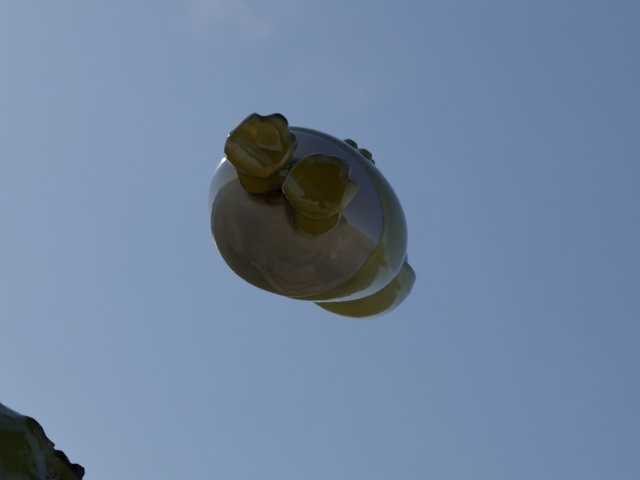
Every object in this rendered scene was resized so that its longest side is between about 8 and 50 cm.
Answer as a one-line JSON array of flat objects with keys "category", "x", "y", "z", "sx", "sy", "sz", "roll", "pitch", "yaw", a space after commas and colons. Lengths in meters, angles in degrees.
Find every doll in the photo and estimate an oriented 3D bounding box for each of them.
[{"category": "doll", "x": 0.006, "y": -0.011, "z": 1.394, "sx": 0.141, "sy": 0.117, "sz": 0.296, "roll": 29, "pitch": 1, "yaw": 17}]

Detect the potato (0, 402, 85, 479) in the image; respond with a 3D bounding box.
[{"category": "potato", "x": -0.311, "y": 0.229, "z": 1.292, "sx": 0.330, "sy": 0.213, "sz": 0.280, "roll": 9, "pitch": -62, "yaw": 13}]
